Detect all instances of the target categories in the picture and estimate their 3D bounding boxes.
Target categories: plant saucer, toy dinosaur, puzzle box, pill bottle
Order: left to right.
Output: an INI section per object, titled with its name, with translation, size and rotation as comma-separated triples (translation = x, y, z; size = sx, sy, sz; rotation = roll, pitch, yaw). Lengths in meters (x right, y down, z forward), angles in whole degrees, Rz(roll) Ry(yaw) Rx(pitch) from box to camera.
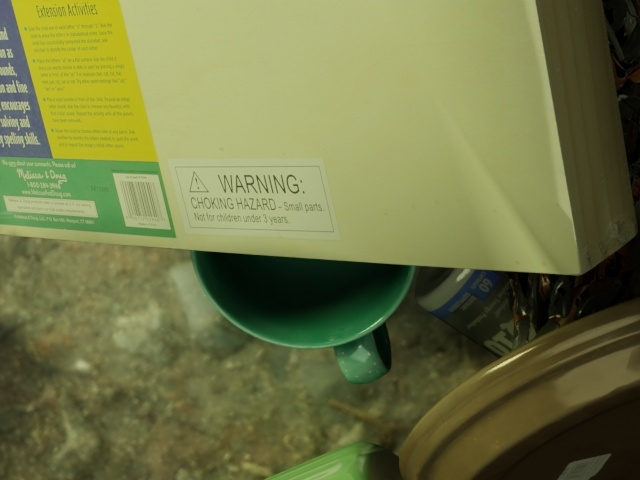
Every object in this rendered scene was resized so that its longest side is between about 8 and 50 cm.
[puzzle box]
translation = -0.055, -0.128, 0.778
size = 0.409, 0.052, 0.272
rotation = 4, 114, 42
[toy dinosaur]
translation = 0.105, -0.095, 0.860
size = 0.164, 0.218, 0.321
rotation = -23, 78, 41
[pill bottle]
translation = 0.131, 0.041, 0.968
size = 0.137, 0.078, 0.078
rotation = 33, 115, -11
[plant saucer]
translation = 0.181, 0.101, 0.920
size = 0.278, 0.041, 0.278
rotation = -15, 154, -7

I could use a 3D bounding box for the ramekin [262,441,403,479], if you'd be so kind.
[ramekin]
translation = 0.028, 0.269, 0.976
size = 0.148, 0.303, 0.303
rotation = -29, 111, 10

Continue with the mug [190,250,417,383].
[mug]
translation = -0.008, -0.005, 0.946
size = 0.130, 0.097, 0.157
rotation = 12, 118, -1
